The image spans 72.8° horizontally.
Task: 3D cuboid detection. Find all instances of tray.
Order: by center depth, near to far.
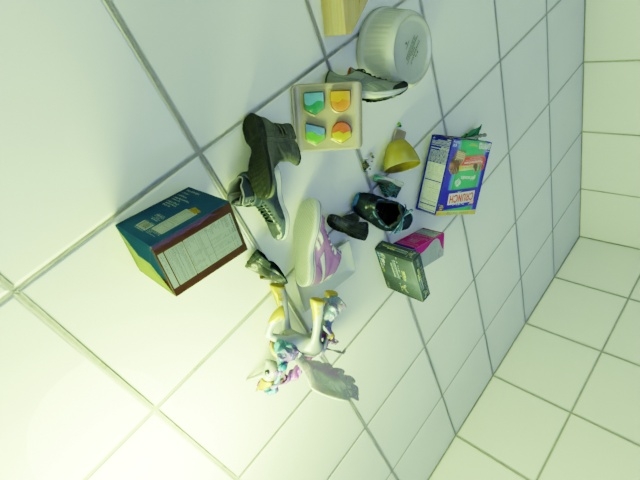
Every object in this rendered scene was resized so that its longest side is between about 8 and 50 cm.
[{"bbox_3d":[0.015,0.118,1.515,0.270,0.030,0.145,-35,126,-31],"label":"tray"}]

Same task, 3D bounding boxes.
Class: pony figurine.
[{"bbox_3d":[-0.042,0.340,1.403,0.351,0.303,0.363,9,103,-14],"label":"pony figurine"}]

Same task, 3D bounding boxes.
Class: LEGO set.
[{"bbox_3d":[0.164,-0.272,1.533,0.083,0.023,0.054,-52,137,-37],"label":"LEGO set"}]

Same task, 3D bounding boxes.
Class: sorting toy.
[{"bbox_3d":[0.022,-0.359,1.271,0.208,0.038,0.193,-5,112,-5],"label":"sorting toy"},{"bbox_3d":[0.294,-0.398,1.619,0.062,0.012,0.083,4,105,-41],"label":"sorting toy"}]

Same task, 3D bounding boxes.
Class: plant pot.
[{"bbox_3d":[0.286,-0.310,1.576,0.134,0.134,0.095,-5,80,-44],"label":"plant pot"}]

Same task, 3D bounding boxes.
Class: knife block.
[{"bbox_3d":[0.042,-0.746,1.189,0.242,0.088,0.275,31,82,-45],"label":"knife block"}]

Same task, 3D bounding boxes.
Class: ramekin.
[{"bbox_3d":[0.251,-0.617,1.415,0.273,0.127,0.272,-17,116,-40],"label":"ramekin"}]

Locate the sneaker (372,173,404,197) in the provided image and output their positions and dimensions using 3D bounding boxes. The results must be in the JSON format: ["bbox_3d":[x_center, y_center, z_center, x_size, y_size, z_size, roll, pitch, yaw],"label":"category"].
[{"bbox_3d":[0.249,-0.198,1.614,0.166,0.065,0.076,11,101,-45],"label":"sneaker"}]

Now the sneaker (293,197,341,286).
[{"bbox_3d":[-0.001,0.000,1.398,0.161,0.102,0.282,-7,110,-40],"label":"sneaker"}]

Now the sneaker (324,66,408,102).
[{"bbox_3d":[0.141,-0.475,1.323,0.272,0.100,0.108,-7,101,-14],"label":"sneaker"}]

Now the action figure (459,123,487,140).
[{"bbox_3d":[0.658,-0.428,1.941,0.232,0.063,0.137,-25,124,-33],"label":"action figure"}]

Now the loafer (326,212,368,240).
[{"bbox_3d":[0.098,-0.060,1.505,0.223,0.076,0.078,21,84,-51],"label":"loafer"}]

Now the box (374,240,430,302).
[{"bbox_3d":[0.324,0.122,1.713,0.059,0.183,0.232,-44,132,-25],"label":"box"}]

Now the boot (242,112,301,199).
[{"bbox_3d":[-0.111,-0.223,1.165,0.161,0.083,0.246,4,70,-43],"label":"boot"}]

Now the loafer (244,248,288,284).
[{"bbox_3d":[-0.162,0.093,1.317,0.061,0.062,0.170,-41,130,2],"label":"loafer"}]

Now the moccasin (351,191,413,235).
[{"bbox_3d":[0.252,-0.086,1.614,0.342,0.117,0.137,8,99,-46],"label":"moccasin"}]

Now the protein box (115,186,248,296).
[{"bbox_3d":[-0.320,-0.007,1.010,0.201,0.200,0.136,-36,127,-31],"label":"protein box"}]

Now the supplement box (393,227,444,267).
[{"bbox_3d":[0.414,0.038,1.825,0.220,0.114,0.111,-22,118,-37],"label":"supplement box"}]

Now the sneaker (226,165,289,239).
[{"bbox_3d":[-0.173,-0.087,1.202,0.163,0.086,0.226,-30,116,-45],"label":"sneaker"}]

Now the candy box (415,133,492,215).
[{"bbox_3d":[0.558,-0.268,1.818,0.268,0.122,0.317,-6,114,-36],"label":"candy box"}]
